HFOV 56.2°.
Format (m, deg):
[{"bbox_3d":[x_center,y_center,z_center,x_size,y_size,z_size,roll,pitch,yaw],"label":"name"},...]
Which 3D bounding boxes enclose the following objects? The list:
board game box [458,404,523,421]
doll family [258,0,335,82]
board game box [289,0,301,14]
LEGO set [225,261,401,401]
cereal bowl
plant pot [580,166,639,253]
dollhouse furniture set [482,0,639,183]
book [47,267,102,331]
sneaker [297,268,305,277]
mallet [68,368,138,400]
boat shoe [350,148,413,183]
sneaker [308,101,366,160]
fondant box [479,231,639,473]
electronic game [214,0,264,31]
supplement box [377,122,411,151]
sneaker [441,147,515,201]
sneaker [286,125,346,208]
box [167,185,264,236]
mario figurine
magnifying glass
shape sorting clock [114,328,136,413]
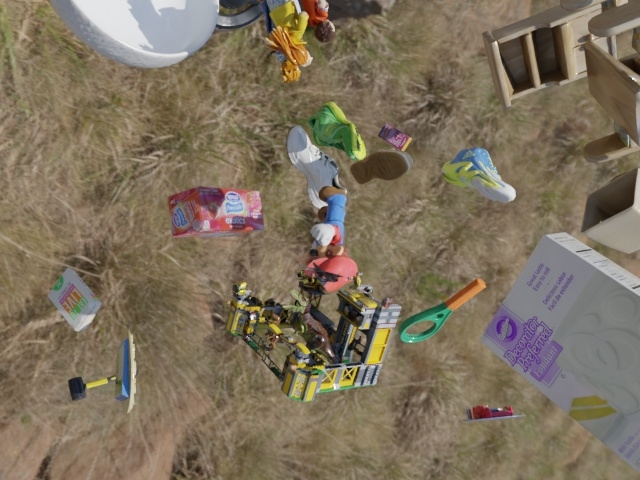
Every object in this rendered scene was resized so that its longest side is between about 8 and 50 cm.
[{"bbox_3d":[0.395,0.395,1.382,0.169,0.133,0.033,26,54,-58],"label":"board game box"},{"bbox_3d":[-0.063,-0.375,1.079,0.119,0.263,0.163,-21,97,-13],"label":"doll family"},{"bbox_3d":[-0.071,-0.634,1.644,0.020,0.090,0.090,-20,127,-3],"label":"board game box"},{"bbox_3d":[-0.015,0.130,1.109,0.255,0.331,0.192,7,107,-30],"label":"LEGO set"},{"bbox_3d":[-0.367,-0.478,1.132,0.339,0.141,0.338,14,68,-40],"label":"cereal bowl"},{"bbox_3d":[0.541,-0.042,1.054,0.096,0.109,0.109,37,51,-10],"label":"plant pot"},{"bbox_3d":[0.514,-0.320,1.196,0.257,0.394,0.362,-20,128,12],"label":"dollhouse furniture set"},{"bbox_3d":[-0.639,0.154,1.561,0.096,0.144,0.035,-53,156,8],"label":"book"},{"bbox_3d":[-0.046,0.104,1.901,0.035,0.083,0.031,-1,67,-28],"label":"sneaker"},{"bbox_3d":[-0.604,0.382,1.666,0.190,0.039,0.062,-19,81,-38],"label":"mallet"},{"bbox_3d":[0.122,-0.149,1.136,0.059,0.170,0.063,-35,107,-26],"label":"boat shoe"},{"bbox_3d":[0.048,-0.314,1.821,0.124,0.295,0.109,-32,130,1],"label":"sneaker"},{"bbox_3d":[0.462,0.173,0.988,0.096,0.330,0.238,-4,126,-45],"label":"fondant box"},{"bbox_3d":[-0.203,-0.581,1.388,0.229,0.048,0.229,-20,154,-10],"label":"electronic game"},{"bbox_3d":[0.199,-0.278,1.615,0.043,0.083,0.055,-57,-179,9],"label":"supplement box"},{"bbox_3d":[0.453,-0.196,1.661,0.126,0.240,0.091,-55,140,-6],"label":"sneaker"},{"bbox_3d":[-0.008,-0.252,1.982,0.297,0.129,0.111,61,39,-18],"label":"sneaker"},{"bbox_3d":[-0.293,-0.078,1.709,0.257,0.128,0.122,-2,81,-55],"label":"box"},{"bbox_3d":[0.000,0.000,1.627,0.198,0.170,0.320,46,33,-37],"label":"mario figurine"},{"bbox_3d":[0.265,0.156,1.317,0.092,0.026,0.231,22,129,-38],"label":"magnifying glass"},{"bbox_3d":[-0.481,0.325,1.494,0.040,0.206,0.206,6,105,-25],"label":"shape sorting clock"}]
